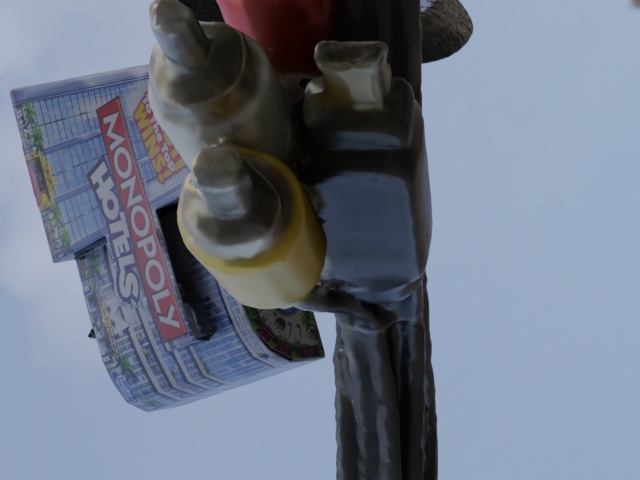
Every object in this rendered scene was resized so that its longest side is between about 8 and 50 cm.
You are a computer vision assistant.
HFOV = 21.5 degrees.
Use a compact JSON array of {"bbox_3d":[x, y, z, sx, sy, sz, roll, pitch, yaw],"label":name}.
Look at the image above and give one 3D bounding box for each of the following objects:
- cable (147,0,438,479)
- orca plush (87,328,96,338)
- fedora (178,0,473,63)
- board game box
[{"bbox_3d":[0.000,0.000,0.532,0.072,0.287,0.139,1,-122,6],"label":"cable"},{"bbox_3d":[-0.081,-0.043,1.152,0.151,0.287,0.102,-3,-121,-18],"label":"orca plush"},{"bbox_3d":[-0.040,-0.157,1.358,0.334,0.152,0.334,14,-158,-6],"label":"fedora"},{"bbox_3d":[-0.071,-0.019,0.864,0.060,0.194,0.194,-11,-98,-37],"label":"board game box"}]
